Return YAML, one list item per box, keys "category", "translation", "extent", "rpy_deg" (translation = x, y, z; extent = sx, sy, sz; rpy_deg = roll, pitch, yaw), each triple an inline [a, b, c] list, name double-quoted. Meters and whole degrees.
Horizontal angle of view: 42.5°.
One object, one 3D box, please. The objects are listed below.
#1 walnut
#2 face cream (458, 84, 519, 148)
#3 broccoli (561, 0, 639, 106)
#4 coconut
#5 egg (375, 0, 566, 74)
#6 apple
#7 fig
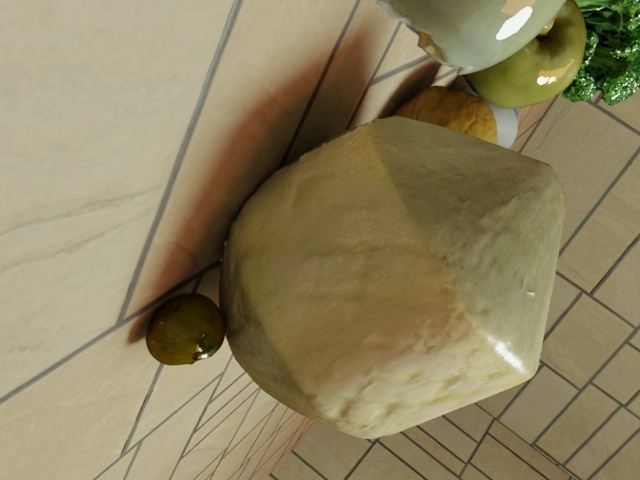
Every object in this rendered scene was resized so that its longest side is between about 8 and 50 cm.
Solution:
- category: "walnut"
  translation: [0.179, -0.149, 1.214]
  extent: [0.207, 0.159, 0.159]
  rpy_deg: [-39, 162, -56]
- category: "face cream"
  translation: [0.183, -0.128, 1.423]
  extent: [0.420, 0.137, 0.235]
  rpy_deg: [-40, 174, -18]
- category: "broccoli"
  translation: [0.431, -0.372, 1.349]
  extent: [0.275, 0.307, 0.308]
  rpy_deg: [-5, 146, -19]
- category: "coconut"
  translation: [0.095, 0.028, 0.968]
  extent: [0.415, 0.344, 0.415]
  rpy_deg: [-32, -174, 4]
- category: "egg"
  translation: [0.147, -0.266, 0.715]
  extent: [0.217, 0.183, 0.183]
  rpy_deg: [-49, 169, 11]
- category: "apple"
  translation: [0.289, -0.283, 1.195]
  extent: [0.200, 0.200, 0.200]
  rpy_deg: [-50, 167, -16]
- category: "fig"
  translation: [-0.136, 0.102, 0.889]
  extent: [0.084, 0.098, 0.082]
  rpy_deg: [5, 105, -52]
